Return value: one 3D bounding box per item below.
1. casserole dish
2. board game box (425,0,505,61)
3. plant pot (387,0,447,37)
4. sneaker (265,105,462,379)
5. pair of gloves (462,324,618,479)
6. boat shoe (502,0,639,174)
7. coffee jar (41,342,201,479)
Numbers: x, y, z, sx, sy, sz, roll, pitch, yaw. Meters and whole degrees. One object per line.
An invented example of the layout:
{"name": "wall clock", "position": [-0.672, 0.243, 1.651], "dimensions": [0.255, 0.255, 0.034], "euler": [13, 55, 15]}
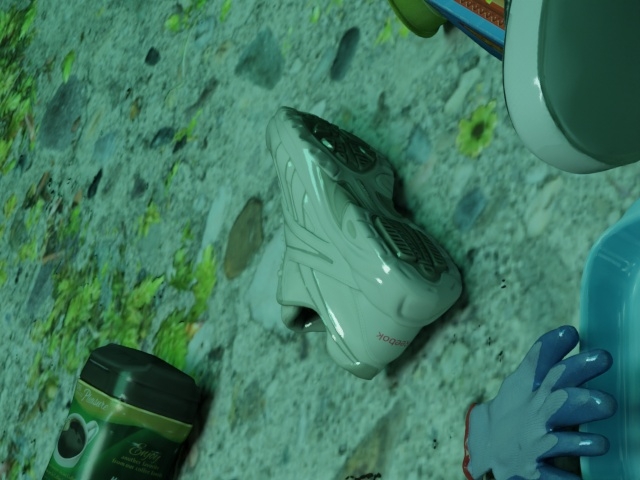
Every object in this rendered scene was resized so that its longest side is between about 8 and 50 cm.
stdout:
{"name": "casserole dish", "position": [0.187, 0.061, 0.846], "dimensions": [0.114, 0.037, 0.188], "euler": [-25, 51, 44]}
{"name": "board game box", "position": [0.229, -0.194, 0.866], "dimensions": [0.302, 0.086, 0.308], "euler": [-54, 36, 5]}
{"name": "plant pot", "position": [0.090, -0.188, 1.093], "dimensions": [0.079, 0.083, 0.083], "euler": [-20, 55, 32]}
{"name": "sneaker", "position": [0.000, 0.000, 1.087], "dimensions": [0.115, 0.090, 0.232], "euler": [-55, 35, 22]}
{"name": "pair of gloves", "position": [0.109, 0.149, 0.871], "dimensions": [0.159, 0.023, 0.198], "euler": [136, 144, -63]}
{"name": "boat shoe", "position": [0.130, -0.155, 0.786], "dimensions": [0.105, 0.113, 0.306], "euler": [-19, 47, 49]}
{"name": "coffee jar", "position": [-0.155, 0.170, 1.197], "dimensions": [0.096, 0.079, 0.184], "euler": [17, 85, 58]}
